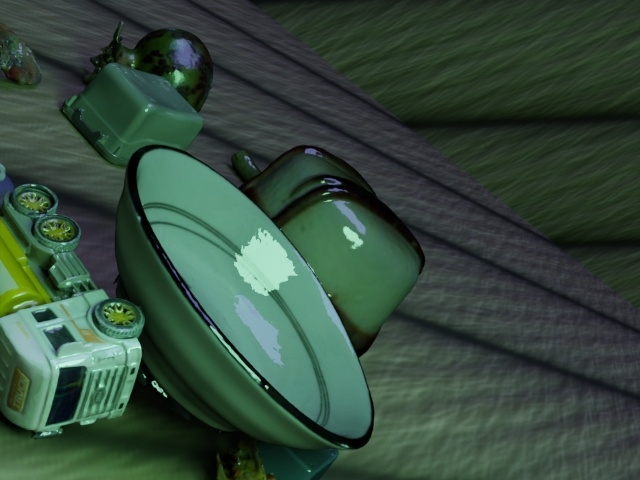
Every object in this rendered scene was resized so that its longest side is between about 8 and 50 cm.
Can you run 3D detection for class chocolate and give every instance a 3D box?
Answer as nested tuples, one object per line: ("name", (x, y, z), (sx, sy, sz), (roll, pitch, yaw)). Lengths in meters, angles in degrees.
("chocolate", (0.000, 0.000, 1.385), (0.283, 0.186, 0.283), (36, 17, -12))

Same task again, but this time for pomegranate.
("pomegranate", (-0.237, -0.248, 1.610), (0.169, 0.148, 0.148), (35, 16, -22))

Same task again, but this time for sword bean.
("sword bean", (-0.052, -0.042, 1.659), (0.269, 0.038, 0.043), (48, -7, 28))

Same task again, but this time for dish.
("dish", (-0.085, 0.070, 0.958), (0.316, 0.106, 0.316), (47, 16, -18))

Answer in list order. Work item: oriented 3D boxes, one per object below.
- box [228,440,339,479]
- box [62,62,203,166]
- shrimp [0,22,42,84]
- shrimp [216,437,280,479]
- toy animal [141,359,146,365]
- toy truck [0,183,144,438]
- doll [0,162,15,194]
("box", (-0.028, 0.201, 1.012), (0.074, 0.054, 0.099), (45, 16, 11))
("box", (-0.236, -0.163, 1.457), (0.124, 0.093, 0.172), (46, 17, 19))
("shrimp", (-0.389, -0.225, 1.379), (0.101, 0.042, 0.190), (43, 13, -19))
("shrimp", (-0.028, 0.246, 0.902), (0.115, 0.051, 0.217), (33, 15, -44))
("toy animal", (-0.106, 0.058, 1.128), (0.138, 0.108, 0.236), (37, 17, -13))
("toy truck", (-0.237, 0.047, 0.868), (0.114, 0.098, 0.227), (-13, 49, -40))
("doll", (-0.357, -0.069, 0.989), (0.206, 0.067, 0.110), (23, 12, -19))
